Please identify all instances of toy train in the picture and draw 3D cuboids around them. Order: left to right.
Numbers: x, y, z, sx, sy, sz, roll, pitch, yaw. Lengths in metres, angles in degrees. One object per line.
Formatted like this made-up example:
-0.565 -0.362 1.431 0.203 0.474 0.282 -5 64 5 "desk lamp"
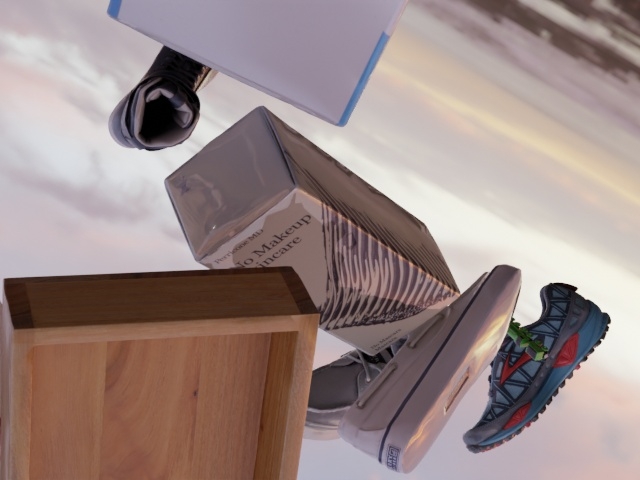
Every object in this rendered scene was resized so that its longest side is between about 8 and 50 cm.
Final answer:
0.245 0.119 1.738 0.023 0.017 0.083 -6 -147 -33 "toy train"

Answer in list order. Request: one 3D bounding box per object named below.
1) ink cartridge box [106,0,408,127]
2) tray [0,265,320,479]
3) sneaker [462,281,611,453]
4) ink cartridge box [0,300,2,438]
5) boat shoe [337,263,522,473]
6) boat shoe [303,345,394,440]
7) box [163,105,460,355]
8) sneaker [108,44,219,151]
0.000 -0.269 1.050 0.197 0.198 0.270 25 -131 -2 "ink cartridge box"
-0.130 0.215 1.047 0.202 0.411 0.076 -2 -150 -18 "tray"
0.262 0.165 1.905 0.125 0.262 0.104 41 168 4 "sneaker"
-0.405 0.175 1.434 0.172 0.237 0.100 62 -159 13 "ink cartridge box"
0.107 0.104 1.357 0.084 0.095 0.258 23 -132 23 "boat shoe"
0.046 0.134 1.432 0.227 0.081 0.079 -10 -132 -41 "boat shoe"
0.000 0.000 1.214 0.275 0.113 0.094 30 -151 -51 "box"
-0.158 -0.199 1.690 0.086 0.226 0.163 36 176 -16 "sneaker"
